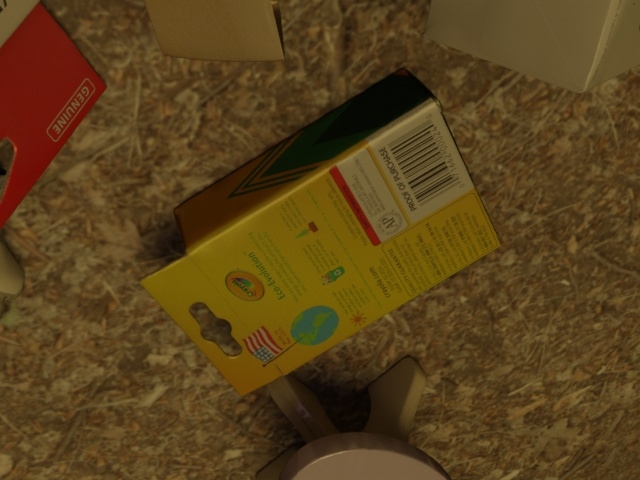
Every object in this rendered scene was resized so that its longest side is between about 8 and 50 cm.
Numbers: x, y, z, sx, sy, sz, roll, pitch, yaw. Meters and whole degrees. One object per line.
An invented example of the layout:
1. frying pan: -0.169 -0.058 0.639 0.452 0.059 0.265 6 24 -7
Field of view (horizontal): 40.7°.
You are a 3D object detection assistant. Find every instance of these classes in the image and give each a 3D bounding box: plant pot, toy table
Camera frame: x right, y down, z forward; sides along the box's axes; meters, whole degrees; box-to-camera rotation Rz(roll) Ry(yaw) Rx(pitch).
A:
1. plant pot: -0.088 -0.203 0.681 0.096 0.109 0.109 -11 127 3
2. toy table: 0.042 0.268 1.010 0.252 0.161 0.274 -30 127 3

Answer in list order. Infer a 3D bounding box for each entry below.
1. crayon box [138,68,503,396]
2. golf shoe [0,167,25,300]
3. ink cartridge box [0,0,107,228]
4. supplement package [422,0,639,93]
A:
1. crayon box: 0.000 0.000 0.860 0.318 0.081 0.202 -31 127 2
2. golf shoe: -0.299 -0.021 0.752 0.086 0.069 0.176 -32 129 -4
3. ink cartridge box: -0.277 -0.090 0.586 0.296 0.066 0.261 -61 141 -24
4. supplement package: 0.210 -0.246 0.670 0.203 0.149 0.194 -28 137 -43
